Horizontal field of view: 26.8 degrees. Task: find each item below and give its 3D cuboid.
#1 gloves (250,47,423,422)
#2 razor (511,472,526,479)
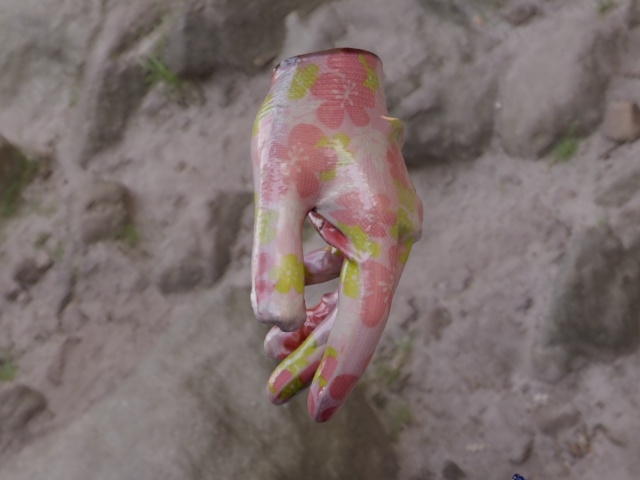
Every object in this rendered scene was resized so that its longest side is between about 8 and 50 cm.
[{"bbox_3d":[0.012,-0.002,0.907,0.126,0.145,0.241,-8,80,-2],"label":"gloves"},{"bbox_3d":[0.153,0.247,1.077,0.154,0.028,0.044,-65,-3,-51],"label":"razor"}]
